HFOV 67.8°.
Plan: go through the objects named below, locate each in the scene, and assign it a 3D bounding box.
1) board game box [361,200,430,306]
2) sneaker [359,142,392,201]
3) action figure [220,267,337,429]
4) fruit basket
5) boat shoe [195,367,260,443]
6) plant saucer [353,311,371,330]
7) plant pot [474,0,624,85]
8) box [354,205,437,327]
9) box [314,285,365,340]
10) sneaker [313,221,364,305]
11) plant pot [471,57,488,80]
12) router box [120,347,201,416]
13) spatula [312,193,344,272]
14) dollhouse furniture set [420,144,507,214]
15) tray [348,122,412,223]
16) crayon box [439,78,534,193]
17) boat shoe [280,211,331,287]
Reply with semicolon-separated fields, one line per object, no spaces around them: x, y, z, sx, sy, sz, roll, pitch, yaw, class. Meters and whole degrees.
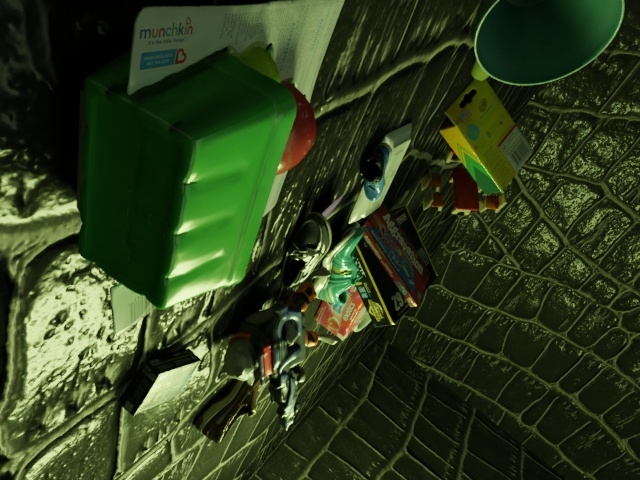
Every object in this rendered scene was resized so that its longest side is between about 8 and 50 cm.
0.217;0.037;1.355;0.027;0.281;0.145;-20;-155;41;board game box
0.118;-0.143;1.094;0.084;0.058;0.152;-44;156;-45;sneaker
-0.094;0.246;1.105;0.330;0.178;0.342;-21;123;-50;action figure
-0.102;-0.106;0.531;0.353;0.165;0.327;-57;172;-53;fruit basket
-0.205;0.427;1.262;0.257;0.095;0.095;-42;158;-34;boat shoe
0.220;0.170;1.861;0.400;0.100;0.400;-47;160;-23;plant saucer
0.484;-0.525;1.058;0.290;0.290;0.196;88;5;-62;plant pot
0.210;0.068;1.415;0.079;0.257;0.322;-18;-171;40;box
0.095;0.174;1.511;0.128;0.122;0.257;-35;154;-48;box
0.064;0.064;1.242;0.107;0.109;0.275;-53;168;-47;sneaker
0.453;-0.485;1.312;0.083;0.083;0.079;-48;174;-17;plant pot
-0.278;0.247;0.841;0.092;0.038;0.122;-58;162;10;router box
0.000;0.000;1.107;0.084;0.030;0.297;-42;159;-30;spatula
0.484;-0.222;1.602;0.135;0.261;0.259;103;-12;-71;dollhouse furniture set
0.158;-0.162;1.213;0.145;0.030;0.270;-36;155;-47;tray
0.508;-0.331;1.488;0.202;0.318;0.081;-47;-161;-18;crayon box
-0.035;0.027;0.998;0.065;0.075;0.206;-42;163;-42;boat shoe
